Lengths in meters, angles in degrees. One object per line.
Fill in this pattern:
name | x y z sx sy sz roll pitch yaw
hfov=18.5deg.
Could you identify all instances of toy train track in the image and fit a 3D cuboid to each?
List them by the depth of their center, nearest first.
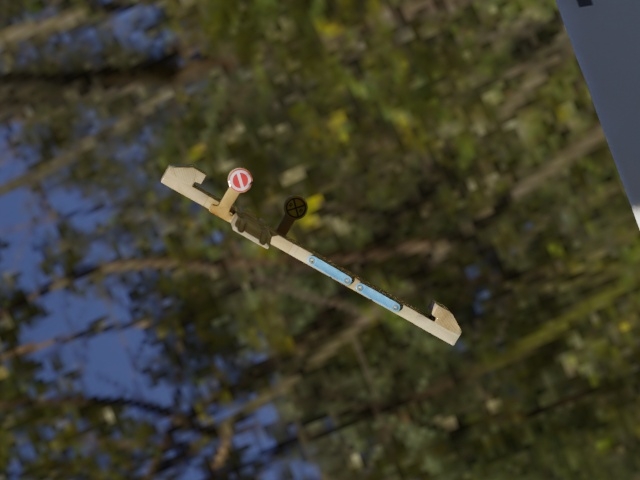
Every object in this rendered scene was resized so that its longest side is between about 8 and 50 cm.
toy train track | 0.000 0.000 0.487 0.083 0.014 0.048 30 -176 -8

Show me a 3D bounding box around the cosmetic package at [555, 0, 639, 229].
cosmetic package | 0.213 -0.081 0.759 0.224 0.138 0.224 64 -144 -29
